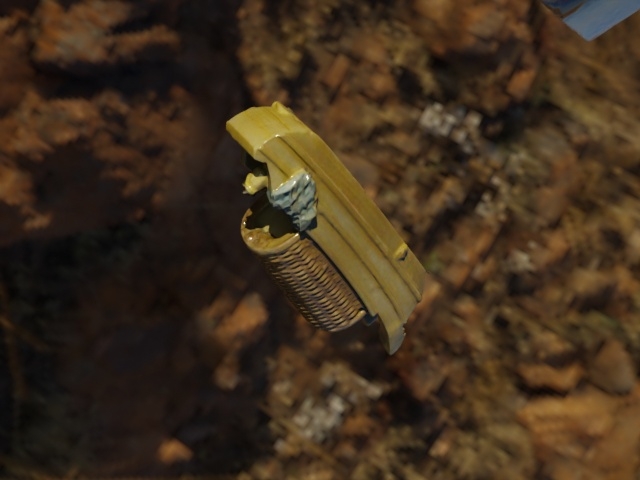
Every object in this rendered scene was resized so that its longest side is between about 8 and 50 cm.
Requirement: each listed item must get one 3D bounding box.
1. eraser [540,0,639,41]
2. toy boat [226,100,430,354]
[{"bbox_3d":[0.267,-0.253,0.909,0.404,0.096,0.098,-32,158,18],"label":"eraser"},{"bbox_3d":[0.000,0.000,1.656,0.115,0.089,0.310,-43,137,-2],"label":"toy boat"}]
